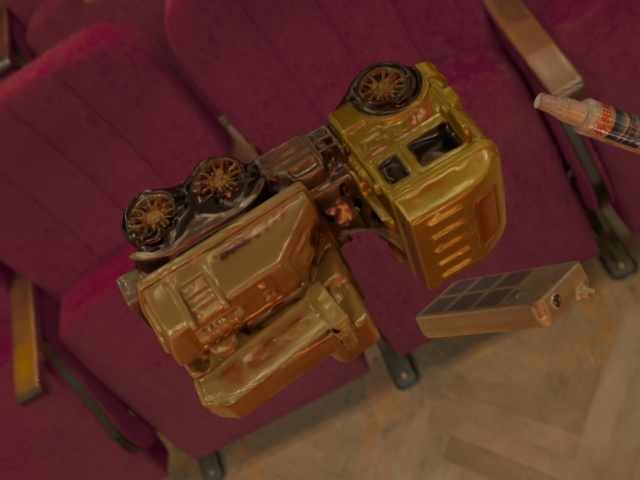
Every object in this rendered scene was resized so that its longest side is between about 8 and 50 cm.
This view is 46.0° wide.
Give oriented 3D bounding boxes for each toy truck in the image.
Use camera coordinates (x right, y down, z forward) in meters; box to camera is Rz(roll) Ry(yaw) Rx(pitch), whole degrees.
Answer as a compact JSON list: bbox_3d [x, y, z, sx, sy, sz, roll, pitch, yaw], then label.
[{"bbox_3d":[0.000,0.000,0.786,0.405,0.180,0.254,-31,56,-4],"label":"toy truck"}]

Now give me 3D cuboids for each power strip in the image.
[{"bbox_3d":[0.254,0.088,1.074,0.118,0.046,0.270,-32,9,-34],"label":"power strip"}]

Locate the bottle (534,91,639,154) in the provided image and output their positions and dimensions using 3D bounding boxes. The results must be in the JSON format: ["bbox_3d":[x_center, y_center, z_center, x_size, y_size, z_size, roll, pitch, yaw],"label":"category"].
[{"bbox_3d":[0.432,-0.185,1.176,0.060,0.217,0.060,-166,90,-75],"label":"bottle"}]
